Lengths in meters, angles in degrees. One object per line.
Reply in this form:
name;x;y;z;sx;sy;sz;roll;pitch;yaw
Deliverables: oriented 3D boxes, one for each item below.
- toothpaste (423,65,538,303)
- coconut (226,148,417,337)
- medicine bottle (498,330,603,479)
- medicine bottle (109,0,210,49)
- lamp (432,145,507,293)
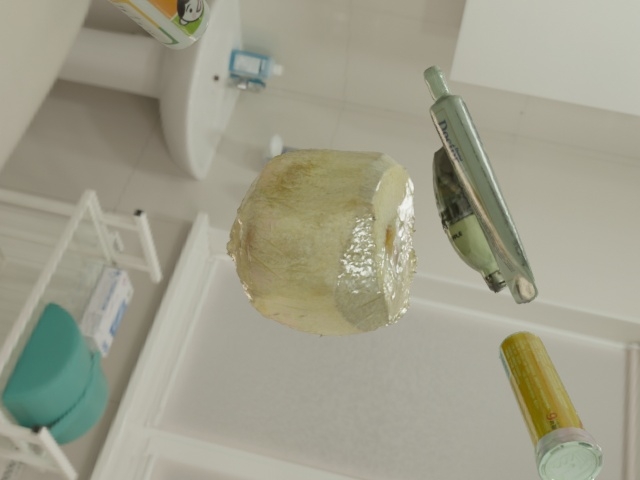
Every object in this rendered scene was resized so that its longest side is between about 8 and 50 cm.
toothpaste;0.158;-0.057;0.790;0.067;0.037;0.255;118;-49;-79
coconut;0.000;0.000;1.198;0.297;0.255;0.297;-1;90;-67
medicine bottle;0.273;0.198;0.967;0.218;0.074;0.073;-94;-168;-61
medicine bottle;-0.174;-0.257;0.688;0.221;0.061;0.092;31;72;-61
lamp;0.233;-0.038;1.211;0.101;0.101;0.250;81;-13;-73
